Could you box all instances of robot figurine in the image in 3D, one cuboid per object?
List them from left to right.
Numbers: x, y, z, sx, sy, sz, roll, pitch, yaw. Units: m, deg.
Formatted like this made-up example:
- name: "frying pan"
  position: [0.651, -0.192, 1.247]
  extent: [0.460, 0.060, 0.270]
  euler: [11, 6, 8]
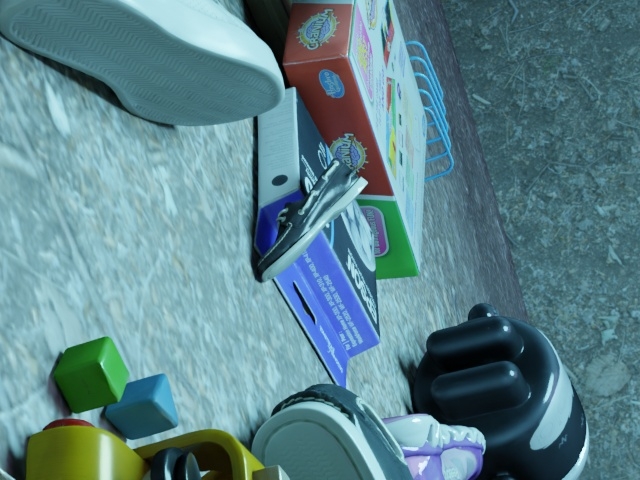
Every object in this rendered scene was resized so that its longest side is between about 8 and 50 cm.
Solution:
- name: "robot figurine"
  position: [0.205, 0.196, 1.493]
  extent: [0.209, 0.173, 0.278]
  euler: [-55, 142, -17]

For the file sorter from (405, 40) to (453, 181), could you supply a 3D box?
- name: "file sorter"
  position: [0.102, -0.160, 1.677]
  extent: [0.170, 0.104, 0.118]
  euler: [-90, 158, -51]

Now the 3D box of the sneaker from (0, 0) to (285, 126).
- name: "sneaker"
  position: [-0.110, -0.179, 0.829]
  extent: [0.292, 0.108, 0.169]
  euler: [30, 47, -69]

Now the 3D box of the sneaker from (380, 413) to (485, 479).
- name: "sneaker"
  position: [0.089, 0.217, 1.176]
  extent: [0.236, 0.095, 0.104]
  euler: [27, 53, -65]

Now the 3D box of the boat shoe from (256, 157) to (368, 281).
- name: "boat shoe"
  position: [-0.014, -0.018, 1.057]
  extent: [0.038, 0.125, 0.046]
  euler: [43, -21, 3]

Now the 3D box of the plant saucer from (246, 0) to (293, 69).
- name: "plant saucer"
  position: [-0.045, -0.287, 1.383]
  extent: [0.278, 0.041, 0.278]
  euler: [-18, 90, -76]

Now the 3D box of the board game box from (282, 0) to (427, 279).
- name: "board game box"
  position: [0.046, -0.150, 1.361]
  extent: [0.316, 0.064, 0.242]
  euler: [68, 21, -45]

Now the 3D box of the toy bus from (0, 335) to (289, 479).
- name: "toy bus"
  position: [-0.061, 0.140, 0.612]
  extent: [0.202, 0.104, 0.191]
  euler: [-51, 122, -75]

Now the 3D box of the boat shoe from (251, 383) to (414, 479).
- name: "boat shoe"
  position: [0.050, 0.242, 0.912]
  extent: [0.091, 0.114, 0.302]
  euler: [-31, 104, -71]

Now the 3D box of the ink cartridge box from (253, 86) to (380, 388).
- name: "ink cartridge box"
  position: [0.000, 0.000, 1.181]
  extent: [0.208, 0.045, 0.206]
  euler: [-90, 158, -47]
